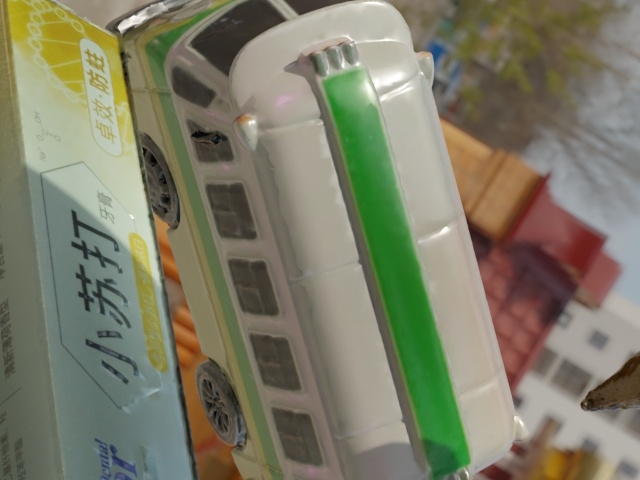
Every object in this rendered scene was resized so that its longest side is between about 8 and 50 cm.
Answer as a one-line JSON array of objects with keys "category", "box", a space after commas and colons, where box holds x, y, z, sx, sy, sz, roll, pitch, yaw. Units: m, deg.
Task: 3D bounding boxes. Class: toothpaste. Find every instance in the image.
[{"category": "toothpaste", "box": [-0.104, 0.035, 0.670, 0.089, 0.071, 0.313, -39, -138, 24]}]

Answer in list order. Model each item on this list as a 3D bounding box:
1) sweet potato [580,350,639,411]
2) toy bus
[{"category": "sweet potato", "box": [0.227, 0.057, 0.912, 0.060, 0.206, 0.068, 58, 23, -71]}, {"category": "toy bus", "box": [0.000, 0.000, 1.067, 0.143, 0.305, 0.179, -20, -166, -22]}]
